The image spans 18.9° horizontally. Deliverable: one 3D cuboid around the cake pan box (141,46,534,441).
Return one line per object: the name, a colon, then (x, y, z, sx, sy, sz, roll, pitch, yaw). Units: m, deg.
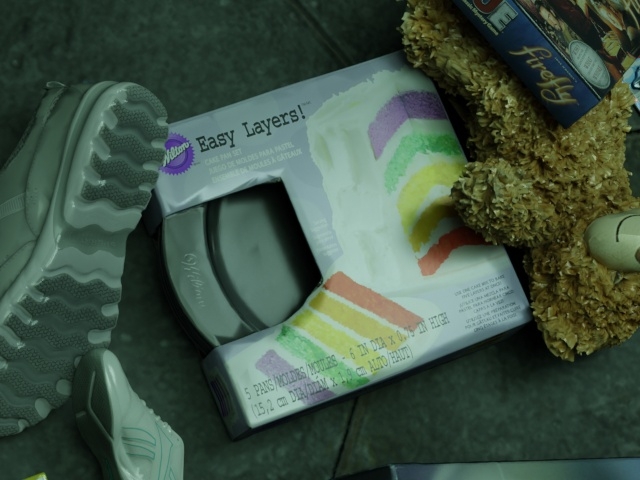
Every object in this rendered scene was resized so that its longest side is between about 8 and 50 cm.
cake pan box: (0.000, 0.000, 1.494, 0.267, 0.070, 0.245, -18, 79, -20)

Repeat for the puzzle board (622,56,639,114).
puzzle board: (0.307, -0.163, 1.661, 0.128, 0.011, 0.096, -34, 87, -21)

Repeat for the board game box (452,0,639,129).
board game box: (0.191, -0.201, 1.535, 0.165, 0.042, 0.243, 48, 34, -2)

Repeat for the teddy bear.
teddy bear: (0.181, -0.079, 1.519, 0.245, 0.113, 0.338, 11, 57, -53)

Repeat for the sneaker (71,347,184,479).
sneaker: (-0.137, 0.145, 1.411, 0.061, 0.054, 0.152, -27, 110, -35)

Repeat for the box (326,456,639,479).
box: (0.132, 0.310, 1.346, 0.294, 0.183, 0.296, 2, 73, -35)

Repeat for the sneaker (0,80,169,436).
sneaker: (-0.207, 0.011, 1.422, 0.105, 0.115, 0.281, 32, 79, -47)

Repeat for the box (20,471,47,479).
box: (-0.264, 0.244, 1.361, 0.179, 0.043, 0.105, -17, 82, -22)
